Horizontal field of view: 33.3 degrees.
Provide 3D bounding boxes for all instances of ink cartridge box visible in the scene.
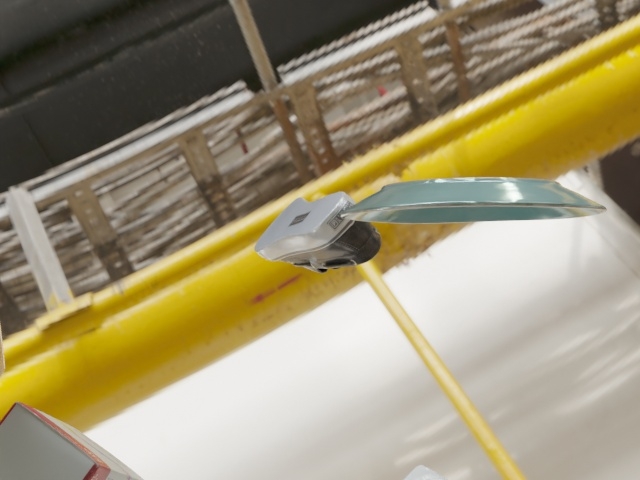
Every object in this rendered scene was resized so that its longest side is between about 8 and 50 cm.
[{"bbox_3d":[-0.297,0.279,1.195,0.128,0.127,0.176,-55,-19,-11],"label":"ink cartridge box"}]

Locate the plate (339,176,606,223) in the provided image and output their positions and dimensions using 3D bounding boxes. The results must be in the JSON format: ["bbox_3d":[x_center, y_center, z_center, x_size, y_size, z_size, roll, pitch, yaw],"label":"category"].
[{"bbox_3d":[0.107,-0.028,0.766,0.188,0.188,0.024,0,-92,-30],"label":"plate"}]

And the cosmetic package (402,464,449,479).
[{"bbox_3d":[0.129,0.540,1.164,0.329,0.327,0.394,-32,-41,-44],"label":"cosmetic package"}]

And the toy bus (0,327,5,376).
[{"bbox_3d":[-0.407,0.090,1.104,0.130,0.108,0.333,-43,-21,-35],"label":"toy bus"}]

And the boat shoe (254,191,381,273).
[{"bbox_3d":[0.000,0.000,1.114,0.076,0.228,0.080,43,-110,-13],"label":"boat shoe"}]
